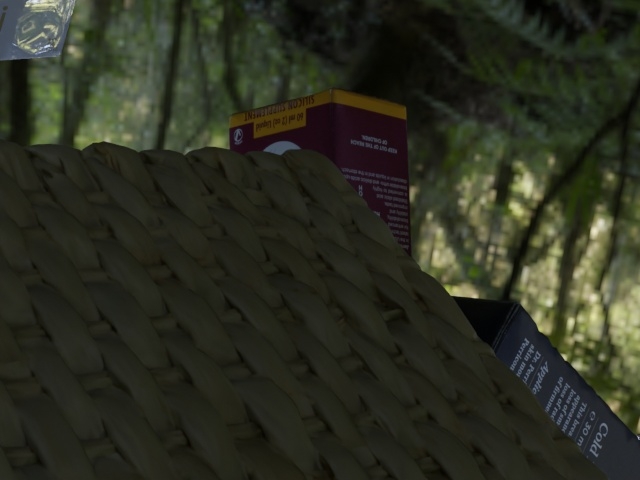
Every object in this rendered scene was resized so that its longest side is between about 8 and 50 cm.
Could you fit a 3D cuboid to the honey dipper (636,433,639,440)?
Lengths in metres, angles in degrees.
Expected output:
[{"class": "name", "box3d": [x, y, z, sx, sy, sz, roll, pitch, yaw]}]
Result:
[{"class": "honey dipper", "box3d": [0.322, 0.148, 1.359, 0.030, 0.030, 0.161, 24, -111, 31]}]

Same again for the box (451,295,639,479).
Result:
[{"class": "box", "box3d": [0.090, 0.264, 1.088, 0.179, 0.312, 0.343, 2, -126, 51]}]

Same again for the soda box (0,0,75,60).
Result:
[{"class": "soda box", "box3d": [-0.234, -0.137, 0.783, 0.216, 0.074, 0.069, -10, -135, -40]}]

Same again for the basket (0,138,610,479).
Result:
[{"class": "basket", "box3d": [-0.085, 0.140, 0.694, 0.328, 0.266, 0.331, -1, -143, -38]}]

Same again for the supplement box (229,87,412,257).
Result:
[{"class": "supplement box", "box3d": [0.000, 0.000, 1.036, 0.104, 0.188, 0.080, -10, 168, 43]}]
